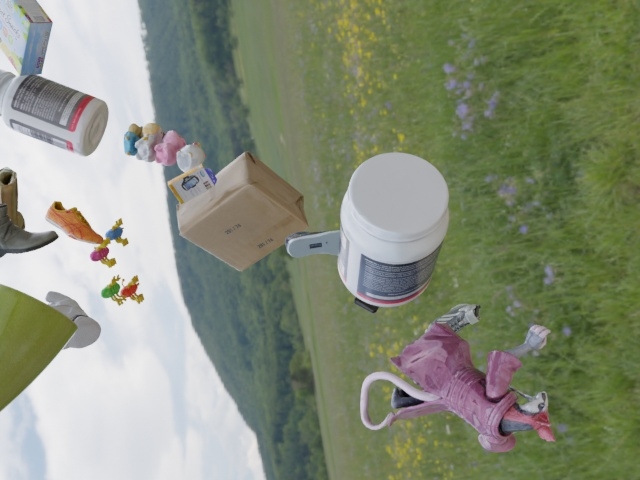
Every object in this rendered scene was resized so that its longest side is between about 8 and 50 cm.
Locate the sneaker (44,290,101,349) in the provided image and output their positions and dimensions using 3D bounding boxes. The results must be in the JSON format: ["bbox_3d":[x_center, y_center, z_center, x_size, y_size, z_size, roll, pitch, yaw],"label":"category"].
[{"bbox_3d":[-0.971,0.283,2.270,0.210,0.366,0.137,37,111,40],"label":"sneaker"}]

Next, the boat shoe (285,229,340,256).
[{"bbox_3d":[0.000,0.000,1.675,0.083,0.184,0.065,-125,33,-71],"label":"boat shoe"}]

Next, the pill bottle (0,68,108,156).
[{"bbox_3d":[-0.792,-0.375,1.870,0.176,0.319,0.176,-159,90,-88],"label":"pill bottle"}]

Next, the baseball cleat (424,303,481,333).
[{"bbox_3d":[0.383,0.236,1.862,0.109,0.206,0.072,-21,104,53],"label":"baseball cleat"}]

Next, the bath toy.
[{"bbox_3d":[-0.578,-0.354,2.477,0.129,0.349,0.151,-28,-48,-58],"label":"bath toy"}]

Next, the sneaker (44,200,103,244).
[{"bbox_3d":[-0.617,-0.044,1.641,0.067,0.175,0.064,-61,-10,7],"label":"sneaker"}]

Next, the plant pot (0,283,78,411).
[{"bbox_3d":[-0.848,0.303,1.736,0.274,0.275,0.293,83,-153,-61],"label":"plant pot"}]

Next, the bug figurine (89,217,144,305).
[{"bbox_3d":[-0.637,0.080,2.023,0.216,0.072,0.278,-58,-42,-75],"label":"bug figurine"}]

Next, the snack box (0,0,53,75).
[{"bbox_3d":[-0.799,-0.571,1.724,0.207,0.070,0.174,51,132,16],"label":"snack box"}]

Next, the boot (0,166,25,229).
[{"bbox_3d":[-1.081,-0.133,2.271,0.236,0.089,0.269,-120,36,-50],"label":"boot"}]

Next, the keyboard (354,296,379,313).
[{"bbox_3d":[0.159,0.151,2.085,0.180,0.108,0.023,-54,-6,-47],"label":"keyboard"}]

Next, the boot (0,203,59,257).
[{"bbox_3d":[-0.948,-0.039,2.000,0.083,0.247,0.161,-138,36,-71],"label":"boot"}]

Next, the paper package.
[{"bbox_3d":[-0.255,-0.086,2.177,0.309,0.325,0.168,36,-151,-39],"label":"paper package"}]

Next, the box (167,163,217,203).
[{"bbox_3d":[-0.389,-0.176,1.999,0.028,0.136,0.081,57,175,50],"label":"box"}]

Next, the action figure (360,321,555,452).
[{"bbox_3d":[0.282,0.285,1.253,0.370,0.276,0.247,17,113,59],"label":"action figure"}]

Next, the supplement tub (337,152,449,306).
[{"bbox_3d":[0.129,-0.013,1.197,0.272,0.191,0.191,91,170,-60],"label":"supplement tub"}]
